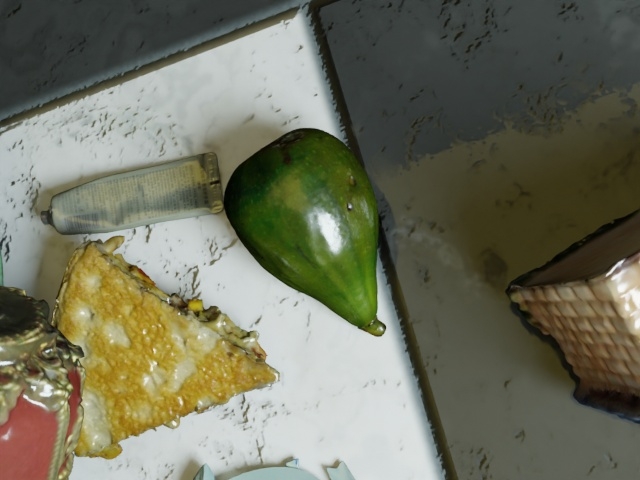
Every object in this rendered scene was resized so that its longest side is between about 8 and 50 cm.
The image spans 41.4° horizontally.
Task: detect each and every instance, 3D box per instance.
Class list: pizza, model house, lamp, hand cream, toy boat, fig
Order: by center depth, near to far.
[{"bbox_3d":[0.259,0.054,0.565,0.183,0.166,0.172,-32,88,-9],"label":"model house"},{"bbox_3d":[-0.274,0.168,0.634,0.177,0.177,0.274,24,107,17],"label":"lamp"},{"bbox_3d":[0.000,0.000,0.664,0.117,0.117,0.177,-29,84,7],"label":"fig"},{"bbox_3d":[-0.052,0.209,0.665,0.149,0.034,0.105,-45,74,3],"label":"toy boat"},{"bbox_3d":[-0.124,0.095,0.695,0.198,0.062,0.188,8,95,11],"label":"pizza"},{"bbox_3d":[-0.168,-0.036,0.750,0.165,0.037,0.057,-11,76,4],"label":"hand cream"}]

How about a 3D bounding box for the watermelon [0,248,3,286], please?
[{"bbox_3d":[-0.424,0.062,0.721,0.292,0.222,0.319,-27,32,39],"label":"watermelon"}]
